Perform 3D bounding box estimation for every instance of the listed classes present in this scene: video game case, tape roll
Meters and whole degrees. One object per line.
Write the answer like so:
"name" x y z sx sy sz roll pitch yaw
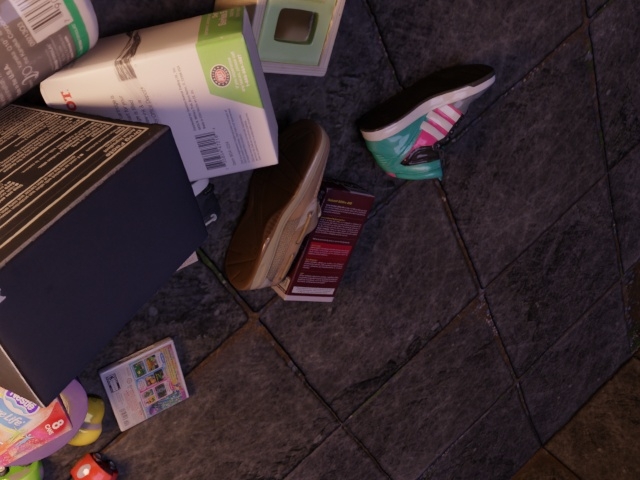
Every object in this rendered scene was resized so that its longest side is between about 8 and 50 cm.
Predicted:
"video game case" -0.331 0.272 1.292 0.143 0.019 0.157 -25 128 -25
"tape roll" -0.489 0.271 1.125 0.189 0.080 0.189 -20 128 -28

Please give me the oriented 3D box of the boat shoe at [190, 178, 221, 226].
"boat shoe" -0.279 0.003 1.000 0.302 0.114 0.091 -32 125 -15

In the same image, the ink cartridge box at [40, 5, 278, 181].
"ink cartridge box" -0.212 -0.187 0.950 0.272 0.115 0.198 -10 128 4

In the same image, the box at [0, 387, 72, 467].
"box" -0.461 0.148 0.912 0.142 0.300 0.154 -26 129 -23

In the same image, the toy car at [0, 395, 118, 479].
"toy car" -0.482 0.412 1.236 0.224 0.053 0.239 -18 126 -29

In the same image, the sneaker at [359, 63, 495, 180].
"sneaker" 0.228 -0.213 1.345 0.295 0.124 0.178 -29 126 -11

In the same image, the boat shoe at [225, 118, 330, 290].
"boat shoe" -0.062 -0.060 1.232 0.110 0.122 0.341 3 125 -44

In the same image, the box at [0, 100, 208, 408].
"box" -0.347 -0.005 0.802 0.296 0.294 0.183 -51 142 -37

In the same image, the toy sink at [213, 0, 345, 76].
"toy sink" -0.052 -0.376 1.007 0.152 0.131 0.234 -5 125 -36

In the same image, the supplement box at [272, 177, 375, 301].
"supplement box" 0.000 0.000 1.340 0.130 0.073 0.240 7 113 -41

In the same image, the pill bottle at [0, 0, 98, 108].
"pill bottle" -0.447 -0.208 0.744 0.361 0.204 0.204 -41 135 -19

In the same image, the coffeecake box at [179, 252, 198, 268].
"coffeecake box" -0.294 -0.024 1.099 0.142 0.068 0.186 -27 130 -21
